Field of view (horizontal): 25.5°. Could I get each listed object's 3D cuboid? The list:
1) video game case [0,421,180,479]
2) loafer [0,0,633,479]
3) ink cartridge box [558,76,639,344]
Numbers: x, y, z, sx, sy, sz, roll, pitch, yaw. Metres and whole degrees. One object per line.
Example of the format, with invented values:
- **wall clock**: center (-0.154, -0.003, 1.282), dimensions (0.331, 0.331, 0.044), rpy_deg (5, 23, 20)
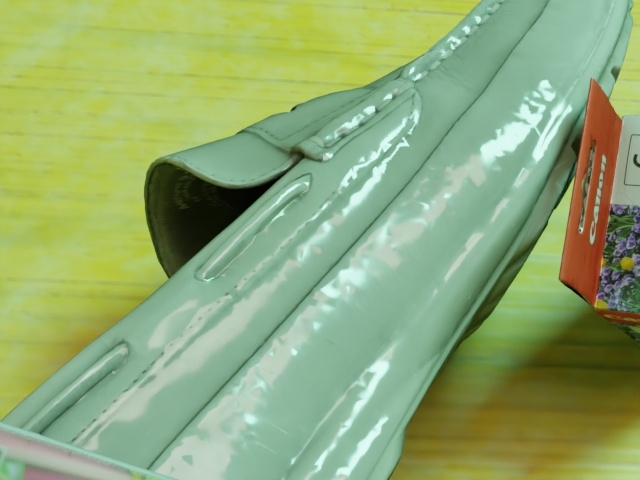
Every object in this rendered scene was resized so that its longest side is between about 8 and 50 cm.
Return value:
- **video game case**: center (-0.052, 0.156, 0.293), dimensions (0.193, 0.023, 0.212), rpy_deg (17, 77, 5)
- **loafer**: center (0.000, 0.000, 0.428), dimensions (0.111, 0.112, 0.319), rpy_deg (32, 54, 6)
- **ink cartridge box**: center (0.106, -0.003, 0.436), dimensions (0.029, 0.115, 0.063), rpy_deg (6, 79, 27)
